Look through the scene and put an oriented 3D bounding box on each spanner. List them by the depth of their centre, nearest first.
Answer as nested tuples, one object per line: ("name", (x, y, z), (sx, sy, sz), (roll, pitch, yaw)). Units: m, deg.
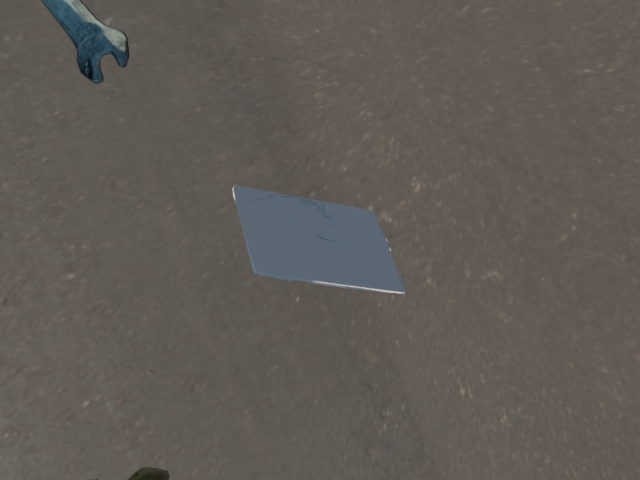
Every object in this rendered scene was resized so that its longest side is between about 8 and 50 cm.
("spanner", (-0.319, -0.303, 1.091), (0.071, 0.017, 0.302), (-41, 80, 17))

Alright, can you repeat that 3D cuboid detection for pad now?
("pad", (0.000, 0.000, 1.247), (0.232, 0.156, 0.004), (9, 134, -30))

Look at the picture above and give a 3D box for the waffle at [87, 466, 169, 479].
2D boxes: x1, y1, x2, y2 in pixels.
("waffle", (-0.124, 0.208, 0.510), (0.204, 0.223, 0.054), (41, 129, 36))
